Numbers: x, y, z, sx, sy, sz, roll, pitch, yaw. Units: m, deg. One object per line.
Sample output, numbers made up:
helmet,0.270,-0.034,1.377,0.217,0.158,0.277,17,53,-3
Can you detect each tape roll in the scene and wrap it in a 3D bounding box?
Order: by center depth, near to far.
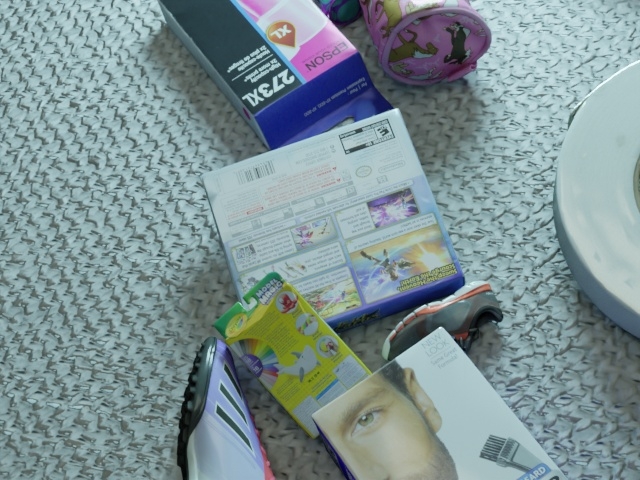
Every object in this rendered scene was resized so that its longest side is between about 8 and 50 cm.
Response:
tape roll,0.469,-0.051,1.402,0.392,0.072,0.391,-3,67,6

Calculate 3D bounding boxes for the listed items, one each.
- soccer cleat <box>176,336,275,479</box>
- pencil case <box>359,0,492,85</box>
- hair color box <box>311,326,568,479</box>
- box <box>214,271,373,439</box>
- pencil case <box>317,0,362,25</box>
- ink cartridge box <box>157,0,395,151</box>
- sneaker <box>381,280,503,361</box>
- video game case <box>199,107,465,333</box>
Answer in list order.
soccer cleat,-0.103,0.259,1.356,0.117,0.108,0.318,6,55,-11
pencil case,0.114,-0.395,1.660,0.167,0.160,0.386,-2,56,-18
hair color box,0.159,0.280,1.276,0.185,0.110,0.339,-34,57,-8
box,-0.031,0.132,1.390,0.105,0.043,0.179,-42,87,-2
pencil case,-0.001,-0.379,1.732,0.070,0.064,0.151,-28,58,-17
ink cartridge box,-0.067,-0.263,1.679,0.176,0.069,0.371,-33,61,-9
sneaker,0.148,0.108,1.411,0.158,0.061,0.065,-30,65,-7
video game case,0.013,-0.010,1.485,0.270,0.061,0.244,-19,67,0
